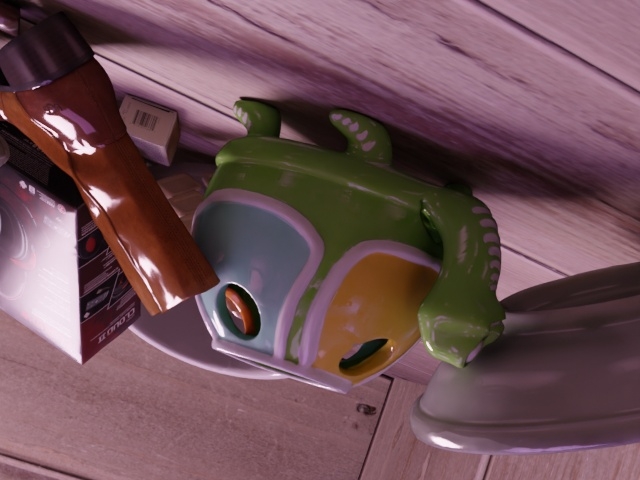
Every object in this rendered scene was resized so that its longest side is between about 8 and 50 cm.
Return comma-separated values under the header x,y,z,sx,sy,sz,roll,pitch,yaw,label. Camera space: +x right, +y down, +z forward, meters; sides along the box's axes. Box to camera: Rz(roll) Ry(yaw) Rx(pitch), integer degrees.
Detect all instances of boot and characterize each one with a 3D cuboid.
x,y,z,sx,sy,sz,roll,pitch,yaw,label
-0.209,-0.060,1.332,0.280,0.096,0.264,59,150,-10,boot
-0.299,-0.206,1.215,0.114,0.037,0.106,27,-177,-26,boot

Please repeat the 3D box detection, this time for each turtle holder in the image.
x,y,z,sx,sy,sz,roll,pitch,yaw,label
0.029,0.025,1.313,0.320,0.227,0.243,17,171,15,turtle holder

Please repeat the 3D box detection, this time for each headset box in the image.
x,y,z,sx,sy,sz,roll,pitch,yaw,label
-0.319,-0.010,1.645,0.218,0.110,0.293,32,140,21,headset box

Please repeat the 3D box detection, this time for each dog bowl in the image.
x,y,z,sx,sy,sz,roll,pitch,yaw,label
-0.118,0.052,1.770,0.349,0.102,0.348,13,147,9,dog bowl

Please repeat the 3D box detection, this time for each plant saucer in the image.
x,y,z,sx,sy,sz,roll,pitch,yaw,label
0.266,0.085,1.268,0.401,0.100,0.400,-13,-176,1,plant saucer

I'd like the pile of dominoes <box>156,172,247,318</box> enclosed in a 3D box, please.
x,y,z,sx,sy,sz,roll,pitch,yaw,label
-0.070,0.017,1.539,0.196,0.040,0.251,5,-144,-39,pile of dominoes

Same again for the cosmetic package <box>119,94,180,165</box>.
x,y,z,sx,sy,sz,roll,pitch,yaw,label
-0.185,-0.117,1.531,0.060,0.041,0.115,20,172,-2,cosmetic package

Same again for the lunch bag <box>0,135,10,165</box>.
x,y,z,sx,sy,sz,roll,pitch,yaw,label
-0.471,-0.166,1.392,0.287,0.169,0.235,47,177,15,lunch bag
